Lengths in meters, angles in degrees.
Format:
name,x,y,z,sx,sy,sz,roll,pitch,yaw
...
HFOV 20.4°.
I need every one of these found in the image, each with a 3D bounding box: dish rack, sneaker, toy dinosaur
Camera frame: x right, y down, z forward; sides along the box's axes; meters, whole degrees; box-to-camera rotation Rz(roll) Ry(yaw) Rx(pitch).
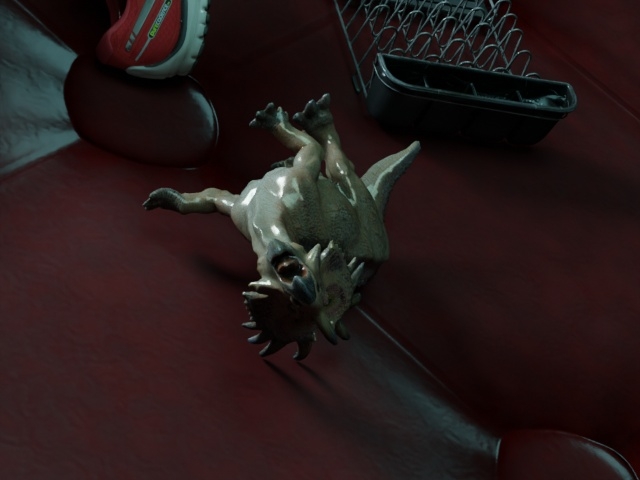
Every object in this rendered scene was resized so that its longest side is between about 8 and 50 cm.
name,x,y,z,sx,sy,sz,roll,pitch,yaw
dish rack,0.115,-0.206,1.748,0.208,0.074,0.271,7,44,-25
sneaker,-0.162,-0.282,1.580,0.118,0.107,0.279,1,77,-20
toy dinosaur,0.000,0.000,1.440,0.295,0.127,0.200,-13,62,-53
